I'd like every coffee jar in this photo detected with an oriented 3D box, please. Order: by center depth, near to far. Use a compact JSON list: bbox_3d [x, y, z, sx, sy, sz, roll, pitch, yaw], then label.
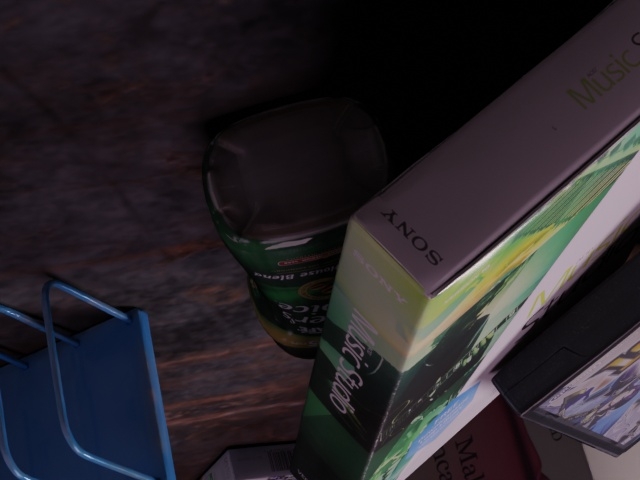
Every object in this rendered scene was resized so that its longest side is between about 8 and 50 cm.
[{"bbox_3d":[0.000,0.000,0.895,0.096,0.079,0.184,-15,156,2],"label":"coffee jar"}]

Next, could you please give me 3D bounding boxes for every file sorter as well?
[{"bbox_3d":[-0.190,0.110,0.984,0.170,0.118,0.104,-24,150,20],"label":"file sorter"}]

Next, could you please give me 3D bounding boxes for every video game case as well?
[{"bbox_3d":[0.249,0.025,1.008,0.275,0.035,0.248,-41,157,9],"label":"video game case"}]

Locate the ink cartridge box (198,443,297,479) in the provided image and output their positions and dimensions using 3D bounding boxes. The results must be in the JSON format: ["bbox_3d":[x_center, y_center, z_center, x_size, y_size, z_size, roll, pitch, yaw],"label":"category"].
[{"bbox_3d":[-0.063,0.198,1.347,0.062,0.029,0.115,-2,153,-27],"label":"ink cartridge box"}]

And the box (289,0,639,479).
[{"bbox_3d":[0.095,0.012,0.870,0.232,0.058,0.322,-39,162,-22],"label":"box"}]

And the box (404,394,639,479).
[{"bbox_3d":[0.133,0.193,1.302,0.232,0.149,0.127,-29,151,28],"label":"box"}]
